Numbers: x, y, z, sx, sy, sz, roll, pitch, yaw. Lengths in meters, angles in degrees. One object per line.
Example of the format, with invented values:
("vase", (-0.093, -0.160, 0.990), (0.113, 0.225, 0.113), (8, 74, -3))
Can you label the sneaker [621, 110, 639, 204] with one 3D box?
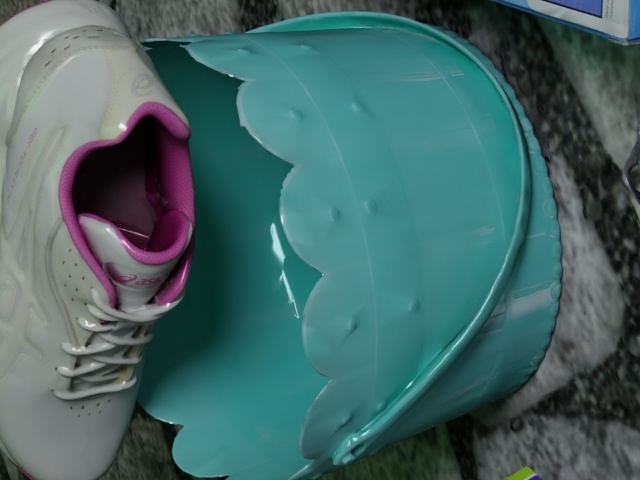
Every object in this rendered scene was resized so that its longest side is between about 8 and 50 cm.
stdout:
("sneaker", (0.189, -0.014, 0.864), (0.121, 0.112, 0.299), (32, 129, 52))

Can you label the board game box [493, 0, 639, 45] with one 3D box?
("board game box", (0.093, -0.281, 0.953), (0.302, 0.086, 0.308), (30, 127, 53))

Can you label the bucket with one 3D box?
("bucket", (0.000, 0.000, 1.131), (0.281, 0.183, 0.281), (32, 128, 52))

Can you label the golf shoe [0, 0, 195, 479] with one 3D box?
("golf shoe", (-0.133, 0.025, 1.075), (0.140, 0.115, 0.306), (37, 132, 46))

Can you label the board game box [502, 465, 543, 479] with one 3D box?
("board game box", (0.041, 0.284, 0.995), (0.233, 0.347, 0.078), (39, 150, 48))
